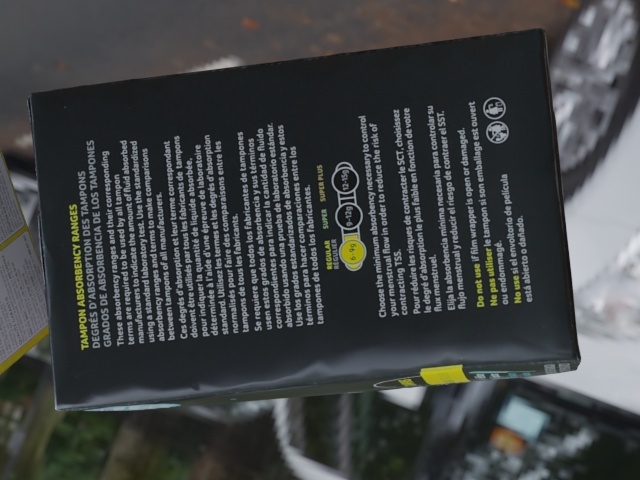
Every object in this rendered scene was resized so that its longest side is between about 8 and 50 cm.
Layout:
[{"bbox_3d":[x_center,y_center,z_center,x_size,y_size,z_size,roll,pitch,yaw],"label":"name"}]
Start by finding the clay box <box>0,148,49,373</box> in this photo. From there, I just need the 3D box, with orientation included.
[{"bbox_3d":[-0.181,0.024,0.595,0.053,0.127,0.222,-3,-156,32],"label":"clay box"}]

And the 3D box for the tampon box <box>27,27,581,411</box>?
[{"bbox_3d":[0.000,0.000,0.609,0.161,0.101,0.120,-6,175,8],"label":"tampon box"}]
